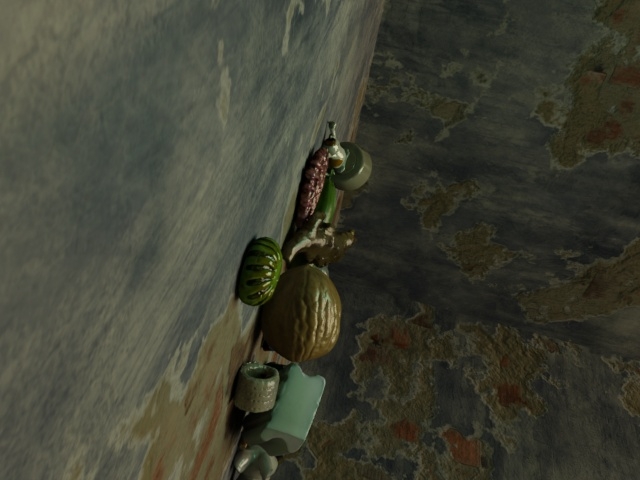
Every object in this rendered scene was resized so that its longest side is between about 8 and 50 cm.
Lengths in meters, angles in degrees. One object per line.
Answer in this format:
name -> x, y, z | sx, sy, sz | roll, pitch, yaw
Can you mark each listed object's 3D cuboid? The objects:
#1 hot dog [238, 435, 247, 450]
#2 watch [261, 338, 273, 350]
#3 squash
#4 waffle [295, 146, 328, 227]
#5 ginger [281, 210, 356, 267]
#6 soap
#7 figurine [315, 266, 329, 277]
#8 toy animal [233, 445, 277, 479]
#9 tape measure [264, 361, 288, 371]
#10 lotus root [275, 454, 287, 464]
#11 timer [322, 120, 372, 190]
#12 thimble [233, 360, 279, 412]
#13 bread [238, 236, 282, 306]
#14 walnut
hot dog -> -0.224, 0.589, 1.850 | 0.044, 0.028, 0.137 | -48, -171, 32
watch -> -0.066, 0.232, 1.809 | 0.200, 0.196, 0.171 | -109, -142, -58
squash -> -0.015, -0.059, 1.909 | 0.101, 0.101, 0.379 | 92, 11, -71
waffle -> -0.022, -0.160, 1.756 | 0.221, 0.055, 0.234 | -67, 171, -59
ginger -> 0.001, 0.000, 1.777 | 0.333, 0.080, 0.166 | 15, 92, -54
soap -> -0.118, 0.478, 1.645 | 0.208, 0.115, 0.347 | -66, -172, -28
figurine -> -0.049, 0.164, 1.994 | 0.176, 0.132, 0.236 | -63, 169, -51
toy animal -> -0.212, 0.733, 1.849 | 0.178, 0.127, 0.193 | -36, 143, -81
tape measure -> -0.139, 0.487, 1.940 | 0.207, 0.115, 0.235 | -80, 175, -50
lotus root -> -0.179, 0.720, 2.098 | 0.154, 0.154, 0.278 | -31, 138, -84
timer -> 0.061, -0.291, 2.056 | 0.266, 0.175, 0.175 | 33, 71, -66
thimble -> -0.155, 0.357, 1.456 | 0.115, 0.102, 0.090 | -61, 163, -80
bread -> -0.116, 0.062, 1.185 | 0.139, 0.071, 0.130 | -68, 167, -61
walnut -> -0.049, 0.192, 1.588 | 0.225, 0.224, 0.261 | -47, 147, -81
